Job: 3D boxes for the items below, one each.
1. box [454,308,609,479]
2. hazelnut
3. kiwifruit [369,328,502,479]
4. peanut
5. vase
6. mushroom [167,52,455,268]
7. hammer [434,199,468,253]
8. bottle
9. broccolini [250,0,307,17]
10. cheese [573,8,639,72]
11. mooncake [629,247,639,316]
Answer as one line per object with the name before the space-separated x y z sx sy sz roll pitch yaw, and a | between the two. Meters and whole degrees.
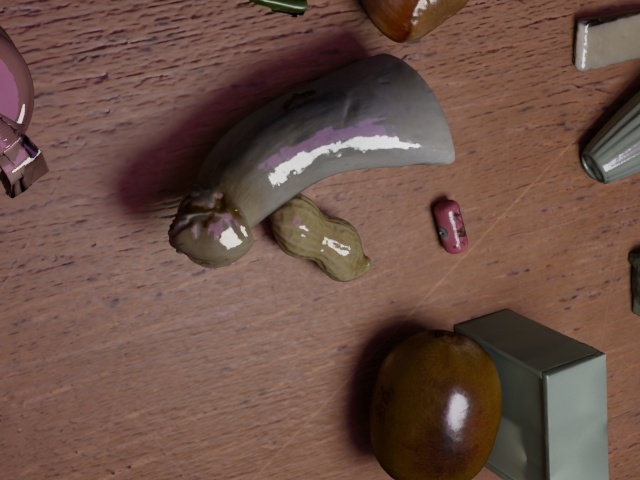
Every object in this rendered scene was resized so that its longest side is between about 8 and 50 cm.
box | 0.320 0.248 1.713 0.117 0.225 0.225 -15 112 -25
hazelnut | 0.121 -0.344 1.489 0.150 0.150 0.150 -8 108 -27
kiwifruit | 0.168 0.242 1.647 0.196 0.196 0.234 -7 110 -28
peanut | 0.000 0.000 1.550 0.187 0.082 0.082 30 88 -33
vase | 0.522 -0.178 1.771 0.248 0.128 0.128 -34 118 -8
mushroom | -0.030 -0.106 1.455 0.397 0.177 0.126 -26 159 -17
hammer | 0.193 -0.019 1.674 0.043 0.043 0.083 -26 116 -21
bottle | -0.381 -0.152 1.162 0.173 0.297 0.206 -41 119 -15
broccolini | -0.105 -0.384 1.391 0.271 0.062 0.123 38 99 -26
cheese | 0.562 -0.341 1.799 0.400 0.034 0.085 -16 115 -25
mooncake | 0.586 0.061 1.901 0.130 0.073 0.125 -20 111 -25
